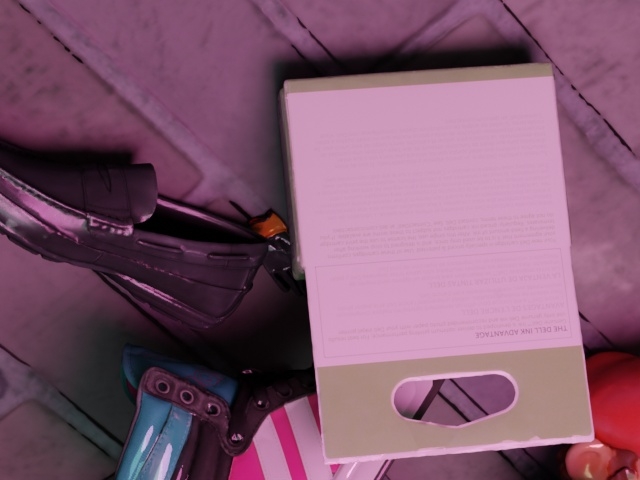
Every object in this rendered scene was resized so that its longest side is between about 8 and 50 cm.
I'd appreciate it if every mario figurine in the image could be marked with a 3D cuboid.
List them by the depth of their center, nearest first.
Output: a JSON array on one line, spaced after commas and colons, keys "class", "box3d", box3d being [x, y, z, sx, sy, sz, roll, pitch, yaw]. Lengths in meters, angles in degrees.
[{"class": "mario figurine", "box3d": [0.208, 0.221, 1.309, 0.170, 0.198, 0.320, 23, 121, -9]}]

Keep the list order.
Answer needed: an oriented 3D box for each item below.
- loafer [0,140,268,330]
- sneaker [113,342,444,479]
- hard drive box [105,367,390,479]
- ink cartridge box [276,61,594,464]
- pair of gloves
[{"class": "loafer", "box3d": [-0.132, -0.020, 1.157, 0.223, 0.076, 0.078, 28, 110, -30]}, {"class": "sneaker", "box3d": [-0.038, 0.101, 1.170, 0.178, 0.124, 0.295, 34, 72, 3]}, {"class": "hard drive box", "box3d": [-0.063, 0.226, 1.320, 0.232, 0.089, 0.181, -31, 123, 10]}, {"class": "ink cartridge box", "box3d": [0.069, 0.013, 1.138, 0.171, 0.056, 0.235, -4, 82, -8]}, {"class": "pair of gloves", "box3d": [0.000, 0.000, 1.229, 0.083, 0.010, 0.074, -26, 124, 9]}]
